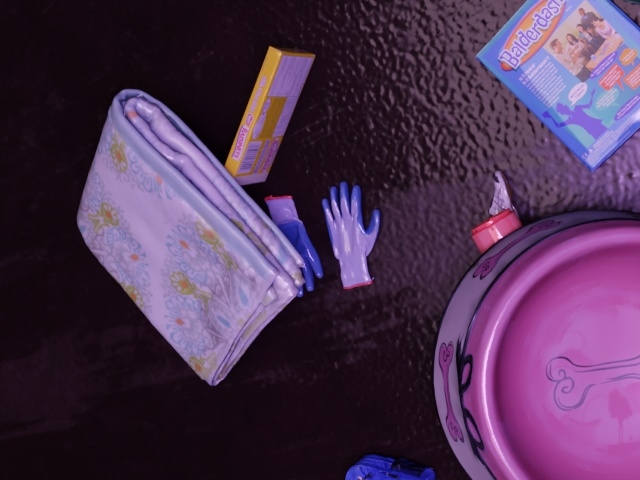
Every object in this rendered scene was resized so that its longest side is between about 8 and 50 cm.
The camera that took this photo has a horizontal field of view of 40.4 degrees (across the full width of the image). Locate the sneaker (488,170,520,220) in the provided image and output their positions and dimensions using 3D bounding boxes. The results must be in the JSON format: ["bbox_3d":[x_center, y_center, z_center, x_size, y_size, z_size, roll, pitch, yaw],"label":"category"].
[{"bbox_3d":[0.237,-0.050,1.153,0.037,0.032,0.083,-15,92,26],"label":"sneaker"}]

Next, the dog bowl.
[{"bbox_3d":[0.337,0.158,0.992,0.408,0.150,0.408,0,86,2],"label":"dog bowl"}]

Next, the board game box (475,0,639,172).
[{"bbox_3d":[0.323,-0.215,1.075,0.210,0.047,0.160,48,116,9],"label":"board game box"}]

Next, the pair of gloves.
[{"bbox_3d":[0.000,0.000,1.277,0.198,0.023,0.159,-8,96,26],"label":"pair of gloves"}]

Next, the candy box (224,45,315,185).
[{"bbox_3d":[-0.076,-0.174,1.234,0.027,0.105,0.206,29,110,17],"label":"candy box"}]

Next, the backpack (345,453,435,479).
[{"bbox_3d":[0.093,0.364,1.258,0.120,0.101,0.098,13,98,26],"label":"backpack"}]

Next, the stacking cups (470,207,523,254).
[{"bbox_3d":[0.297,0.109,1.120,0.096,0.096,0.316,-33,85,26],"label":"stacking cups"}]

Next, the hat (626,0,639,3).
[{"bbox_3d":[0.345,-0.317,0.938,0.208,0.183,0.173,-11,112,45],"label":"hat"}]

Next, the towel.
[{"bbox_3d":[-0.211,0.008,1.279,0.374,0.090,0.320,48,137,10],"label":"towel"}]
